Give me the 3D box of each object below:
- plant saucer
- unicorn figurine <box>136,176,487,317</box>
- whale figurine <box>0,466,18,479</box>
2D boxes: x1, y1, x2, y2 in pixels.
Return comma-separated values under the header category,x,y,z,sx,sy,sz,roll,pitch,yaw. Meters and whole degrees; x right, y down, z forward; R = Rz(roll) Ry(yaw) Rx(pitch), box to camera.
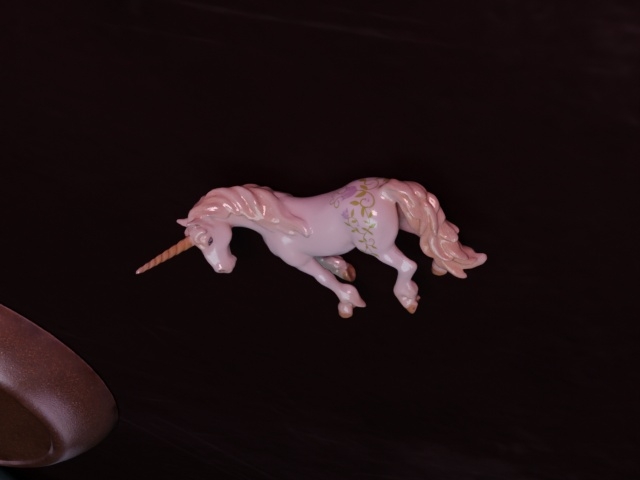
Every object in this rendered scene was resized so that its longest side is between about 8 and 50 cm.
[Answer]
category,x,y,z,sx,sy,sz,roll,pitch,yaw
plant saucer,-0.332,0.123,0.903,0.310,0.050,0.310,12,146,8
unicorn figurine,0.000,0.000,0.567,0.162,0.060,0.111,-24,129,25
whale figurine,-0.389,0.255,1.067,0.272,0.141,0.216,13,171,-33
